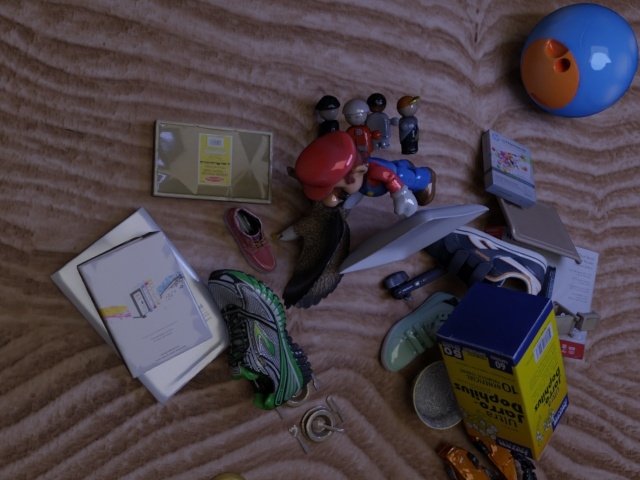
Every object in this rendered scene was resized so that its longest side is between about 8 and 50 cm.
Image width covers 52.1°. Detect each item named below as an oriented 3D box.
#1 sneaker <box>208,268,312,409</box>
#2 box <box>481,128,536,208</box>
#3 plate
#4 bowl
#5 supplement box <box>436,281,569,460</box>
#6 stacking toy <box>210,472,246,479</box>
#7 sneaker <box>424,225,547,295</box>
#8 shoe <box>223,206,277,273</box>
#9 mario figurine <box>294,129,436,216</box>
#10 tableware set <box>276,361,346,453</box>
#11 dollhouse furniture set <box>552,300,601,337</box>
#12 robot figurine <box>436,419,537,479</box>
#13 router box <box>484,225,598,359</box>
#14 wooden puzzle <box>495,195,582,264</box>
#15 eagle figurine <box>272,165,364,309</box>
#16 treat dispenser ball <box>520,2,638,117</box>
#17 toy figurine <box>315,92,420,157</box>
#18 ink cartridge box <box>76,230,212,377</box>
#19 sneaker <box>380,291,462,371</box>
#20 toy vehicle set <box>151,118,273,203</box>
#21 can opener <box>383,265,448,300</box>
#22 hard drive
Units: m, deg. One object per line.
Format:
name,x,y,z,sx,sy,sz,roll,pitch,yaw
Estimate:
sneaker,-0.142,0.211,1.391,0.146,0.134,0.344,-41,111,-39
box,0.494,-0.189,1.722,0.145,0.038,0.186,21,53,-20
plate,0.205,-0.013,1.479,0.278,0.277,0.045,-10,72,-50
bowl,0.288,0.379,1.642,0.170,0.080,0.170,0,89,-22
supplement box,0.434,0.304,1.530,0.195,0.194,0.357,-45,129,-31
stacking toy,-0.262,0.674,1.382,0.279,0.130,0.309,1,88,-23
sneaker,0.388,0.058,1.604,0.321,0.126,0.127,17,59,10
shoe,-0.149,0.001,1.469,0.063,0.081,0.178,-38,103,-19
mario figurine,0.078,-0.111,1.333,0.320,0.198,0.170,5,72,-39
tableware set,-0.028,0.394,1.533,0.128,0.039,0.194,-37,102,-19
dollhouse furniture set,0.600,0.247,1.698,0.181,0.101,0.161,-1,114,-23
robot figurine,0.440,0.603,1.698,0.211,0.085,0.291,-41,103,-18
router box,0.574,0.144,1.765,0.335,0.082,0.301,13,84,-22
wooden puzzle,0.559,-0.044,1.721,0.238,0.044,0.221,21,37,-20
eagle figurine,-0.008,0.002,1.477,0.226,0.225,0.298,0,78,-37
treat dispenser ball,0.669,-0.465,1.706,0.288,0.288,0.288,1,89,-22
toy figurine,0.110,-0.269,1.512,0.209,0.213,0.148,-14,108,-21
ink cartridge box,-0.350,0.117,1.285,0.168,0.171,0.233,-26,99,-20
sneaker,0.261,0.224,1.597,0.256,0.151,0.094,-45,106,-16
toy vehicle set,-0.238,-0.172,1.461,0.266,0.035,0.166,3,88,-22
can opener,0.249,0.099,1.644,0.186,0.059,0.073,-19,95,-21
hard drive,-0.363,0.139,1.397,0.233,0.047,0.353,-41,104,-18
